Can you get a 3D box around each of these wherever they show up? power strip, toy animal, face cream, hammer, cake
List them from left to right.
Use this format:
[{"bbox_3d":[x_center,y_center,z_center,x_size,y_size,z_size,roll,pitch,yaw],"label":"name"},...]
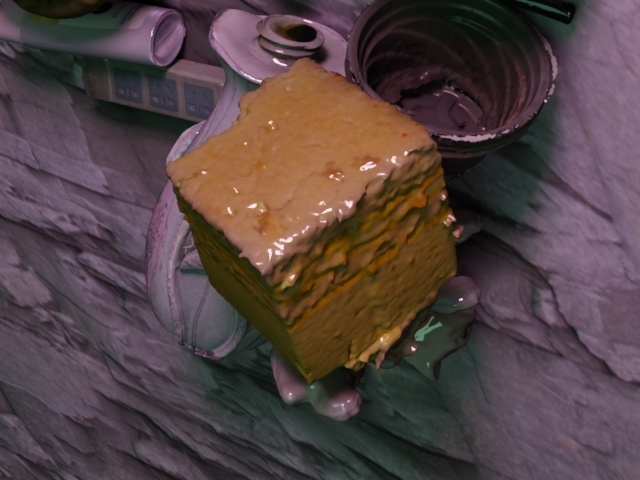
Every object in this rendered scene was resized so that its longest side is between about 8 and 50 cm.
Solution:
[{"bbox_3d":[-0.324,-0.296,1.325,0.269,0.107,0.073,13,133,23],"label":"face cream"},{"bbox_3d":[-0.223,-0.219,1.344,0.272,0.052,0.078,16,126,22],"label":"power strip"},{"bbox_3d":[0.000,0.000,1.026,0.227,0.222,0.286,41,161,40],"label":"cake"},{"bbox_3d":[0.075,0.130,1.195,0.266,0.308,0.188,-1,136,6],"label":"toy animal"},{"bbox_3d":[0.184,-0.281,1.059,0.201,0.078,0.021,23,129,11],"label":"hammer"}]

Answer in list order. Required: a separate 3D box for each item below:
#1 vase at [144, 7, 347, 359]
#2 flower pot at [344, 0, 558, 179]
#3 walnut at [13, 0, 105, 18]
[{"bbox_3d":[-0.093,-0.070,1.229,0.250,0.250,0.445,28,125,14],"label":"vase"},{"bbox_3d":[0.136,-0.165,1.080,0.235,0.235,0.140,28,150,14],"label":"flower pot"},{"bbox_3d":[-0.329,-0.407,1.186,0.283,0.227,0.283,18,118,36],"label":"walnut"}]
